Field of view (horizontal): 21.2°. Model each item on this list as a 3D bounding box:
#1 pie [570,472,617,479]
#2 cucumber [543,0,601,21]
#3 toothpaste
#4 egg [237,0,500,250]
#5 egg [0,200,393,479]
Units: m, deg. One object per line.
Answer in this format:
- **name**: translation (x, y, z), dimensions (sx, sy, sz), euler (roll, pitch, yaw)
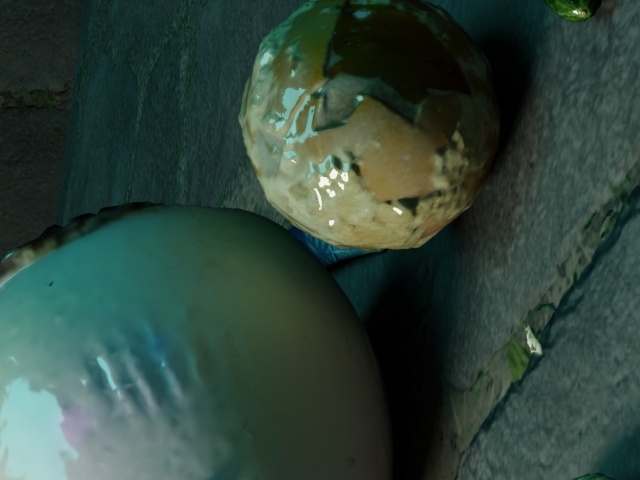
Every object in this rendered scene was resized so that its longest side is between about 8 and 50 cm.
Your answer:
- **pie**: translation (0.155, 0.225, 0.971), dimensions (0.187, 0.041, 0.187), euler (-172, 90, -72)
- **cucumber**: translation (0.149, -0.208, 1.185), dimensions (0.214, 0.052, 0.058), euler (-109, 12, -56)
- **toothpaste**: translation (0.000, 0.001, 1.586), dimensions (0.268, 0.047, 0.069), euler (-31, 40, 64)
- **egg**: translation (0.036, -0.093, 1.262), dimensions (0.233, 0.195, 0.195), euler (-89, 16, -53)
- **egg**: translation (-0.097, 0.196, 1.329), dimensions (0.340, 0.354, 0.354), euler (61, 142, 39)
